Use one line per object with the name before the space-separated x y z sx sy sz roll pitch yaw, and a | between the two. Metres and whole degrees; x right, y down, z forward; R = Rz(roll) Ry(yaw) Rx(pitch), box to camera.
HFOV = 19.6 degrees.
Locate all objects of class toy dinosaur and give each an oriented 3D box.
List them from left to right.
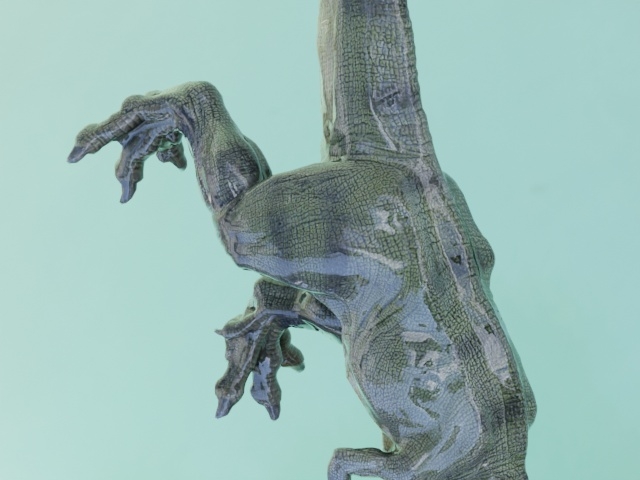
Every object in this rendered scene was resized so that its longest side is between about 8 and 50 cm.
toy dinosaur | 0.000 0.000 0.493 0.118 0.064 0.268 -7 99 47
